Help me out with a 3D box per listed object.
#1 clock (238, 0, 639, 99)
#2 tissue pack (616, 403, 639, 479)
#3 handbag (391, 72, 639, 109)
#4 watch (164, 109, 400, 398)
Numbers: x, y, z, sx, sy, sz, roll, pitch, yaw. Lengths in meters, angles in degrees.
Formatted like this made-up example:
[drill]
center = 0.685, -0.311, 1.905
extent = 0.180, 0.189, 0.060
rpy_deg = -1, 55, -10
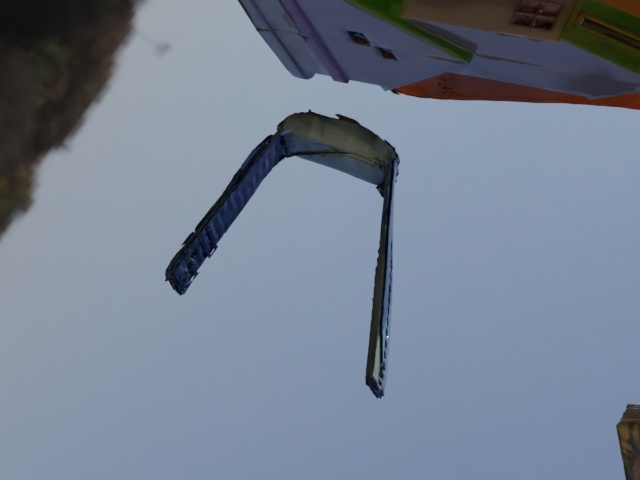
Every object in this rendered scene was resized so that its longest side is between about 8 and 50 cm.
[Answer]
[clock]
center = 0.128, -0.213, 1.183
extent = 0.310, 0.166, 0.235
rpy_deg = 14, -113, 31
[tissue pack]
center = 0.347, 0.202, 1.648
extent = 0.148, 0.108, 0.060
rpy_deg = -4, -164, 25
[handbag]
center = 0.208, -0.292, 2.189
extent = 0.410, 0.303, 0.116
rpy_deg = 6, -122, 32
[watch]
center = 0.013, 0.001, 2.045
extent = 0.274, 0.276, 0.068
rpy_deg = -56, 165, -26
